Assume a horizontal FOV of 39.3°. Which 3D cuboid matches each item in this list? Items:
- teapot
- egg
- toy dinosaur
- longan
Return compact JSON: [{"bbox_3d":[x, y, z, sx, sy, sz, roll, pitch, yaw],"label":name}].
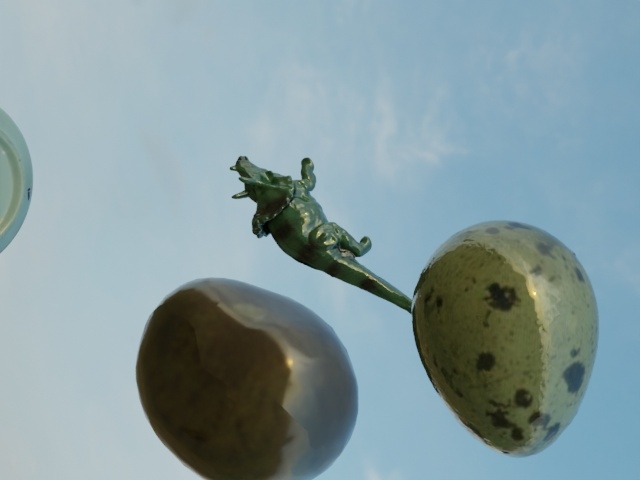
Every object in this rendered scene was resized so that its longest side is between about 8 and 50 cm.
[{"bbox_3d":[-0.353,-0.054,0.780,0.159,0.232,0.159,12,-70,35],"label":"teapot"},{"bbox_3d":[0.178,0.092,0.862,0.177,0.177,0.228,-24,-110,60],"label":"egg"},{"bbox_3d":[0.007,-0.011,1.131,0.292,0.120,0.079,33,-44,-1],"label":"toy dinosaur"},{"bbox_3d":[-0.126,0.248,1.548,0.404,0.336,0.404,22,-46,26],"label":"longan"}]
